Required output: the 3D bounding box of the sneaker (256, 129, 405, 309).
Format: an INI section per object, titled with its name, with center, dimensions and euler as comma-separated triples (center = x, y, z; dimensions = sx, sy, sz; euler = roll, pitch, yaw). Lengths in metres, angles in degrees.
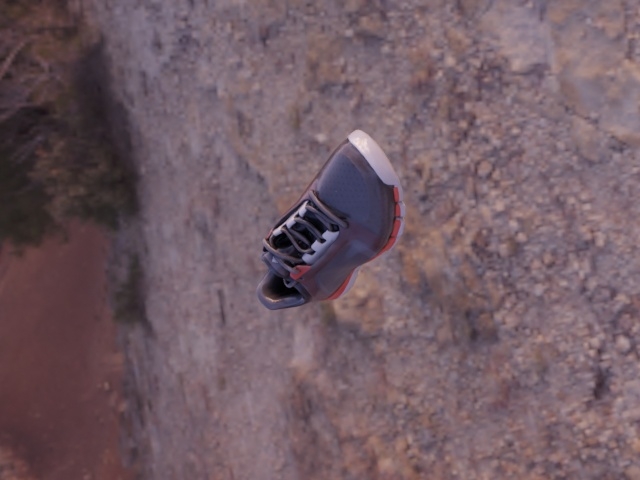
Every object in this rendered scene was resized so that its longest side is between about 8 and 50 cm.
[sneaker]
center = 0.000, 0.000, 0.659
dimensions = 0.061, 0.064, 0.158
euler = 52, 148, 21
